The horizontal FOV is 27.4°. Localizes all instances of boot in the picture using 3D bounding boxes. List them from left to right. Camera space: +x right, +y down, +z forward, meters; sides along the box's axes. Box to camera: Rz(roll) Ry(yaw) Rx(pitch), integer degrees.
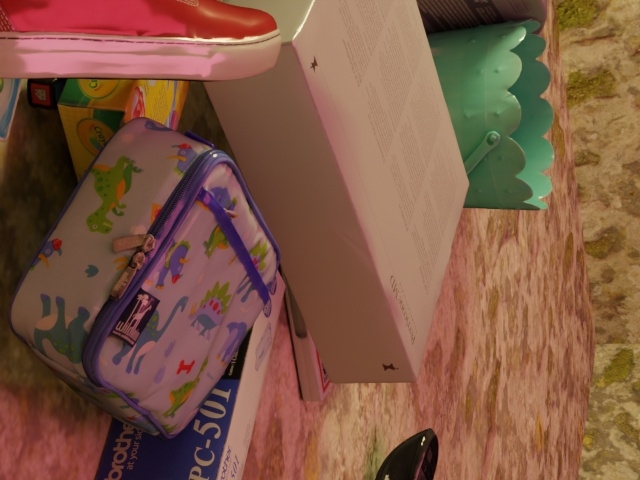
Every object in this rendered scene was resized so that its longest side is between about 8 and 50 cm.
[{"bbox_3d":[-0.115,-0.184,0.791,0.244,0.088,0.176,-6,100,-48],"label":"boot"}]

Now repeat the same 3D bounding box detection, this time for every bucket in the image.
[{"bbox_3d":[0.211,-0.166,1.801,0.281,0.183,0.281,-2,90,-71],"label":"bucket"}]

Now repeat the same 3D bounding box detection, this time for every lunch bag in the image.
[{"bbox_3d":[-0.107,0.029,0.879,0.176,0.090,0.219,-60,161,-17],"label":"lunch bag"}]

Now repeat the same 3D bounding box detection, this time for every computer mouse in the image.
[{"bbox_3d":[0.071,0.330,1.539,0.184,0.060,0.262,58,46,-63],"label":"computer mouse"}]

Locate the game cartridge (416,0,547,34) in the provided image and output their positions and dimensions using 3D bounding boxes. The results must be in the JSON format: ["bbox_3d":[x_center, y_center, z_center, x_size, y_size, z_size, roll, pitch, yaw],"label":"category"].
[{"bbox_3d":[0.198,-0.327,1.757,0.297,0.198,0.062,22,60,-70],"label":"game cartridge"}]

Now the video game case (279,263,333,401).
[{"bbox_3d":[0.000,0.000,1.408,0.204,0.025,0.285,-52,137,-62],"label":"video game case"}]

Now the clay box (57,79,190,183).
[{"bbox_3d":[-0.134,-0.114,0.942,0.127,0.053,0.222,89,11,-54],"label":"clay box"}]

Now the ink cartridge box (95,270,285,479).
[{"bbox_3d":[-0.096,0.109,1.004,0.046,0.097,0.207,65,29,-49],"label":"ink cartridge box"}]

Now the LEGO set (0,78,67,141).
[{"bbox_3d":[-0.219,-0.161,0.789,0.244,0.060,0.182,26,76,-67],"label":"LEGO set"}]

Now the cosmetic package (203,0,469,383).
[{"bbox_3d":[0.029,-0.099,1.192,0.284,0.097,0.377,-72,150,-46],"label":"cosmetic package"}]
